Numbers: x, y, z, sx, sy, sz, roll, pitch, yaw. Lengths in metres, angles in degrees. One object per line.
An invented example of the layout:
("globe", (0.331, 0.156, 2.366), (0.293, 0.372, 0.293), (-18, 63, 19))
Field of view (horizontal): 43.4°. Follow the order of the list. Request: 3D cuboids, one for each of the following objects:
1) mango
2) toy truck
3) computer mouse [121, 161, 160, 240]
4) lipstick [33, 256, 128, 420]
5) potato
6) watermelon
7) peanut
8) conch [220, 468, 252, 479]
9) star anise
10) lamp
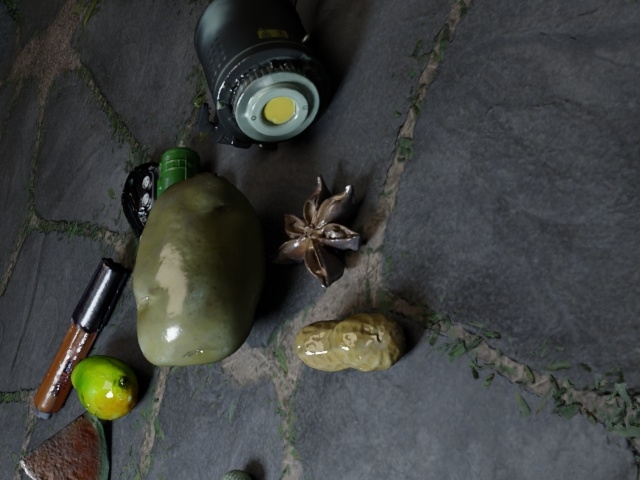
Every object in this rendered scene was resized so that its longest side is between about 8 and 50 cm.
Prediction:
("mango", (-0.443, 0.298, 1.642), (0.233, 0.111, 0.125), (-5, 66, 50))
("toy truck", (-0.293, -0.067, 1.627), (0.125, 0.101, 0.243), (-28, 56, 42))
("computer mouse", (-0.386, -0.094, 1.772), (0.146, 0.077, 0.242), (-51, 42, 25))
("lipstick", (-0.550, 0.229, 1.826), (0.077, 0.077, 0.418), (44, 110, 49))
("potato", (-0.203, 0.055, 1.364), (0.243, 0.221, 0.326), (100, 171, -65))
("watermelon", (-0.489, 0.443, 1.611), (0.136, 0.202, 0.207), (9, 82, 12))
("peanut", (0.037, 0.148, 1.153), (0.192, 0.089, 0.089), (-16, 62, 45))
("conch", (-0.132, 0.406, 1.271), (0.085, 0.056, 0.076), (32, 112, 52))
("star anise", (0.005, -0.016, 1.290), (0.208, 0.063, 0.172), (18, 84, 55))
("lamp", (-0.099, -0.313, 1.418), (0.272, 0.205, 0.374), (47, 128, 53))
